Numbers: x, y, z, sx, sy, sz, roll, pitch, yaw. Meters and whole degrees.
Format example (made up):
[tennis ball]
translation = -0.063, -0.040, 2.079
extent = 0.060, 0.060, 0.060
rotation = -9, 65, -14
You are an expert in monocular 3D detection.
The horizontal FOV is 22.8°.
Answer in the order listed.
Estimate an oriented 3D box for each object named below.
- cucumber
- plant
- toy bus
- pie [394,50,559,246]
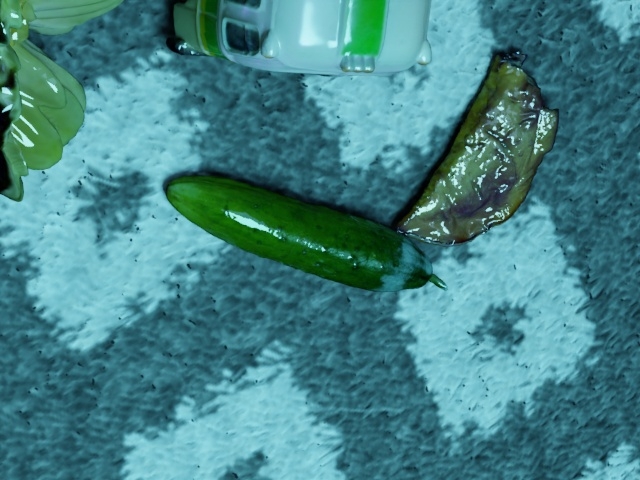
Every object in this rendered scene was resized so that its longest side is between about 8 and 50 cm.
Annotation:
[cucumber]
translation = 0.000, 0.000, 1.181
extent = 0.250, 0.056, 0.056
rotation = 17, 97, -28
[plant]
translation = -0.226, -0.146, 0.909
extent = 0.297, 0.261, 0.306
rotation = 21, 106, -30
[toy bus]
translation = 0.000, -0.260, 1.030
extent = 0.143, 0.179, 0.305
rotation = 0, 105, -26
[pie]
translation = 0.133, -0.063, 1.238
extent = 0.092, 0.034, 0.170
rotation = 27, 92, -25
